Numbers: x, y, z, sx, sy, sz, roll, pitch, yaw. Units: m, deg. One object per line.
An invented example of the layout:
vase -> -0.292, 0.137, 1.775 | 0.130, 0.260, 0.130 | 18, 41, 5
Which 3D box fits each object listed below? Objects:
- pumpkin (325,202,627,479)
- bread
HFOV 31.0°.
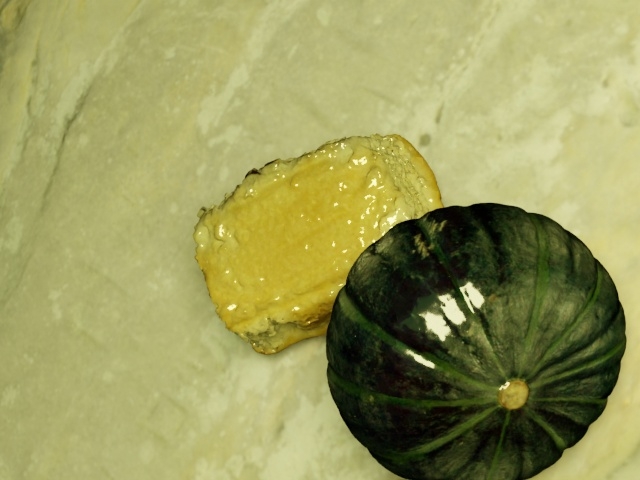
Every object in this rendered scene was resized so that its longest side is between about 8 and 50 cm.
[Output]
pumpkin -> 0.127, 0.084, 0.969 | 0.250, 0.216, 0.250 | 2, 107, 5
bread -> 0.000, 0.000, 1.104 | 0.245, 0.121, 0.174 | -26, 80, 15
